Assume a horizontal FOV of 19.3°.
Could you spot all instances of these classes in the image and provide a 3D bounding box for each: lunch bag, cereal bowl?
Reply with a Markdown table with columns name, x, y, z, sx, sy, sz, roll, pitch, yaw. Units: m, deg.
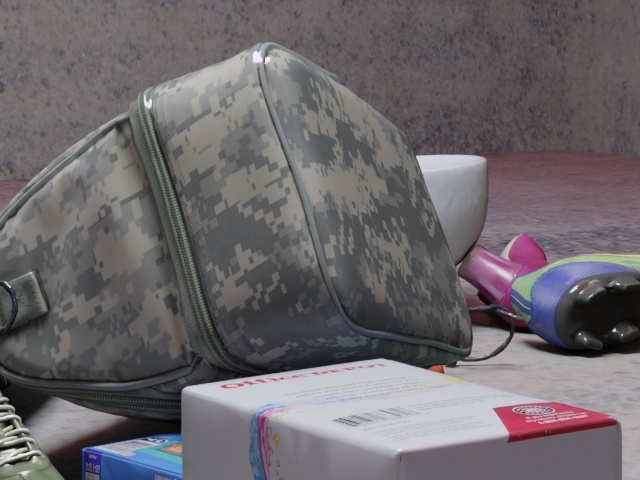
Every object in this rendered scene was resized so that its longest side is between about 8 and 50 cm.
| name | x | y | z | sx | sy | sz | roll | pitch | yaw |
| --- | --- | --- | --- | --- | --- | --- | --- | --- | --- |
| lunch bag | -0.067 | 0.024 | 1.279 | 0.256 | 0.212 | 0.305 | -20 | -14 | 18 |
| cereal bowl | 0.000 | 0.000 | 1.840 | 0.339 | 0.141 | 0.339 | -6 | 4 | 0 |

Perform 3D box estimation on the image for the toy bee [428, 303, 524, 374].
| name | x | y | z | sx | sy | sz | roll | pitch | yaw |
| --- | --- | --- | --- | --- | --- | --- | --- | --- | --- |
| toy bee | 0.046 | 0.046 | 1.479 | 0.298 | 0.195 | 0.162 | 10 | 29 | -13 |

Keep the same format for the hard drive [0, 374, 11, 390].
| name | x | y | z | sx | sy | sz | roll | pitch | yaw |
| --- | --- | --- | --- | --- | --- | --- | --- | --- | --- |
| hard drive | -0.319 | 0.080 | 1.375 | 0.237 | 0.064 | 0.339 | -12 | 7 | 6 |

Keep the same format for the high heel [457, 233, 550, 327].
| name | x | y | z | sx | sy | sz | roll | pitch | yaw |
| --- | --- | --- | --- | --- | --- | --- | --- | --- | --- |
| high heel | 0.218 | 0.051 | 1.875 | 0.117 | 0.082 | 0.244 | 34 | 3 | 16 |

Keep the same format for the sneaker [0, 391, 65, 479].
| name | x | y | z | sx | sy | sz | roll | pitch | yaw |
| --- | --- | --- | --- | --- | --- | --- | --- | --- | --- |
| sneaker | -0.209 | 0.121 | 1.127 | 0.064 | 0.086 | 0.192 | -6 | 9 | -39 |

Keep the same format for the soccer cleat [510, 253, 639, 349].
| name | x | y | z | sx | sy | sz | roll | pitch | yaw |
| --- | --- | --- | --- | --- | --- | --- | --- | --- | --- |
| soccer cleat | 0.306 | 0.041 | 1.747 | 0.289 | 0.093 | 0.121 | -6 | 18 | -33 |

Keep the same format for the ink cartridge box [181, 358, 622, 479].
| name | x | y | z | sx | sy | sz | roll | pitch | yaw |
| --- | --- | --- | --- | --- | --- | --- | --- | --- | --- |
| ink cartridge box | 0.032 | 0.133 | 0.870 | 0.128 | 0.127 | 0.176 | -5 | 9 | -34 |

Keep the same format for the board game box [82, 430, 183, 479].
| name | x | y | z | sx | sy | sz | roll | pitch | yaw |
| --- | --- | --- | --- | --- | --- | --- | --- | --- | --- |
| board game box | -0.013 | 0.147 | 1.087 | 0.160 | 0.047 | 0.210 | -5 | 8 | -42 |
